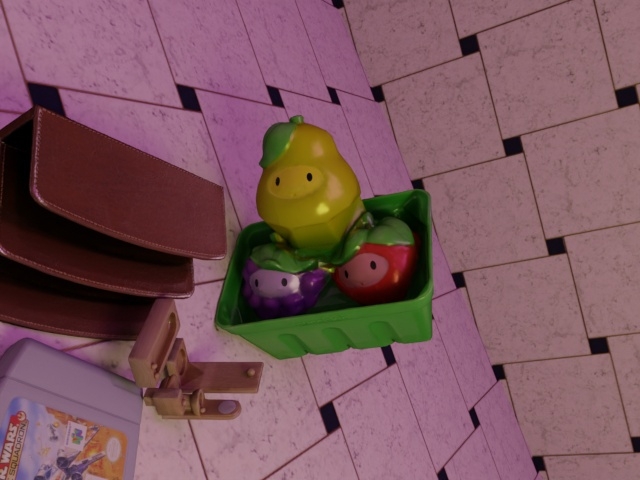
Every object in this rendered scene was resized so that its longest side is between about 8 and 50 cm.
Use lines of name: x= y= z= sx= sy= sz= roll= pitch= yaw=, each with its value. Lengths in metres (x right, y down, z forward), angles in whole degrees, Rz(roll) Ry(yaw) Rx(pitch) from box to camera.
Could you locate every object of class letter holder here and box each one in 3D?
letter holder: x=-0.273 y=0.004 z=0.812 sx=0.302 sy=0.152 sz=0.214 roll=23 pitch=53 yaw=-52

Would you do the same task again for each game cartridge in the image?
game cartridge: x=-0.292 y=0.261 z=0.678 sx=0.198 sy=0.062 sz=0.297 roll=43 pitch=33 yaw=-44

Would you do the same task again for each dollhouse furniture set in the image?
dollhouse furniture set: x=-0.156 y=0.162 z=0.842 sx=0.144 sy=0.123 sz=0.151 roll=-81 pitch=169 yaw=-56

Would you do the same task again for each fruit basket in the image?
fruit basket: x=0.000 y=0.000 z=1.047 sx=0.392 sy=0.392 sz=0.282 roll=46 pitch=35 yaw=-33
